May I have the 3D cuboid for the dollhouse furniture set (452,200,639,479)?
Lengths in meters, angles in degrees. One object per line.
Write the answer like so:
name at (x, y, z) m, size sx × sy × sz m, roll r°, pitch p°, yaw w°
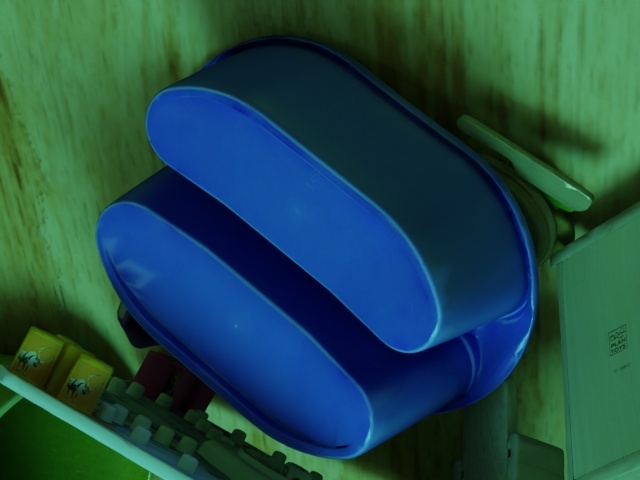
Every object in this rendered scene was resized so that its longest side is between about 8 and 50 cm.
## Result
dollhouse furniture set at (0.306, 0.134, 1.238) m, size 0.303 × 0.198 × 0.286 m, roll 21°, pitch 145°, yaw -28°

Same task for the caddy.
caddy at (0.000, 0.000, 1.234) m, size 0.341 × 0.179 × 0.241 m, roll 40°, pitch 125°, yaw 16°

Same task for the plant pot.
plant pot at (-0.364, 0.215, 1.592) m, size 0.293 × 0.275 × 0.274 m, roll 17°, pitch 136°, yaw 34°

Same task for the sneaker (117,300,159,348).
sneaker at (-0.074, 0.056, 1.387) m, size 0.236 × 0.104 × 0.095 m, roll 0°, pitch 127°, yaw 26°

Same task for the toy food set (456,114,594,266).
toy food set at (0.133, -0.024, 1.264) m, size 0.132 × 0.038 × 0.192 m, roll 34°, pitch 145°, yaw 4°

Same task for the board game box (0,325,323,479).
board game box at (-0.029, 0.189, 1.327) m, size 0.390 × 0.050 × 0.390 m, roll 28°, pitch 179°, yaw 12°
